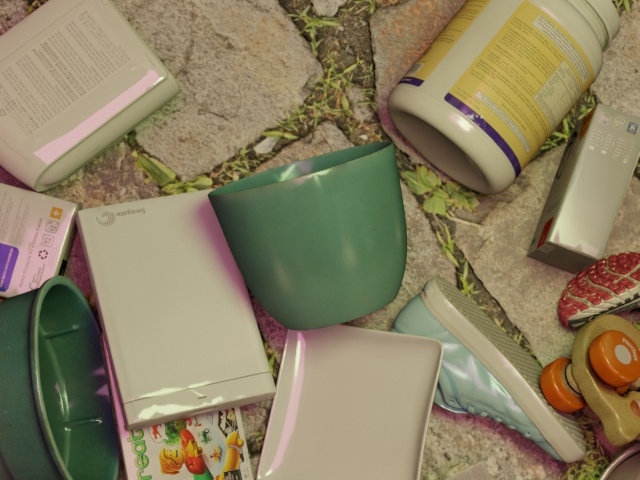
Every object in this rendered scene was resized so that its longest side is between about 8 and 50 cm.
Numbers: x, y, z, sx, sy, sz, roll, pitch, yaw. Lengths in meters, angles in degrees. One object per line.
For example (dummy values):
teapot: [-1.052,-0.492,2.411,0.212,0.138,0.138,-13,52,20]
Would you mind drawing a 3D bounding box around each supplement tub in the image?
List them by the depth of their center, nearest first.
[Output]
supplement tub: [0.290,-0.265,1.814,0.241,0.241,0.331,39,83,5]

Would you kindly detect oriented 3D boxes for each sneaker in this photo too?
sneaker: [0.258,0.229,1.817,0.366,0.135,0.150,47,110,3]
sneaker: [0.527,0.077,1.836,0.299,0.121,0.112,-21,113,4]

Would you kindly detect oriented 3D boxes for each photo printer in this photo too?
photo printer: [-0.420,-0.246,1.860,0.307,0.107,0.256,-39,77,-6]

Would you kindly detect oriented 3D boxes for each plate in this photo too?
plate: [0.050,0.272,1.783,0.277,0.045,0.277,6,81,31]

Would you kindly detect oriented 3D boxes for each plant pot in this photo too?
plant pot: [-0.508,0.252,1.697,0.334,0.341,0.341,-12,82,5]
plant pot: [0.000,0.000,1.759,0.293,0.293,0.235,-16,99,-3]

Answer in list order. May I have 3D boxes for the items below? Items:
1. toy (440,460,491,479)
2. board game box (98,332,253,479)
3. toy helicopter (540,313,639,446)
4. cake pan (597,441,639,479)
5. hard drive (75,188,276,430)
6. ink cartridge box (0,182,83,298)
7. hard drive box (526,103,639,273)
toy: [0.155,0.421,1.789,0.237,0.136,0.056,-28,39,-4]
board game box: [-0.223,0.278,1.796,0.193,0.053,0.305,-9,82,-19]
toy helicopter: [0.519,0.267,1.755,0.235,0.140,0.355,-28,81,-44]
cake pan: [0.557,0.453,1.807,0.293,0.054,0.293,0,82,-1]
hard drive: [-0.226,0.099,1.785,0.233,0.047,0.353,-10,69,-20]
ink cartridge box: [-0.586,-0.020,1.853,0.371,0.069,0.175,15,82,-1]
hard drive box: [0.420,-0.077,1.819,0.089,0.181,0.232,21,81,2]
